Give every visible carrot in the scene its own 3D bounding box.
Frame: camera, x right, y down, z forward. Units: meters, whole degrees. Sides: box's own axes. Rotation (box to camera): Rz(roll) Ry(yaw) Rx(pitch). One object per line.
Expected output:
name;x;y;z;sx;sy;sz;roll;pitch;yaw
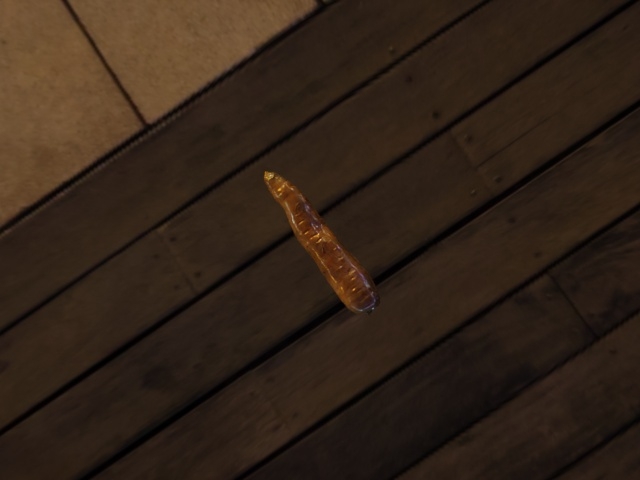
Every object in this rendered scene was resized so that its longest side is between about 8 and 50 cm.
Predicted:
carrot;-0.001;0.001;0.919;0.036;0.035;0.165;-38;80;5
